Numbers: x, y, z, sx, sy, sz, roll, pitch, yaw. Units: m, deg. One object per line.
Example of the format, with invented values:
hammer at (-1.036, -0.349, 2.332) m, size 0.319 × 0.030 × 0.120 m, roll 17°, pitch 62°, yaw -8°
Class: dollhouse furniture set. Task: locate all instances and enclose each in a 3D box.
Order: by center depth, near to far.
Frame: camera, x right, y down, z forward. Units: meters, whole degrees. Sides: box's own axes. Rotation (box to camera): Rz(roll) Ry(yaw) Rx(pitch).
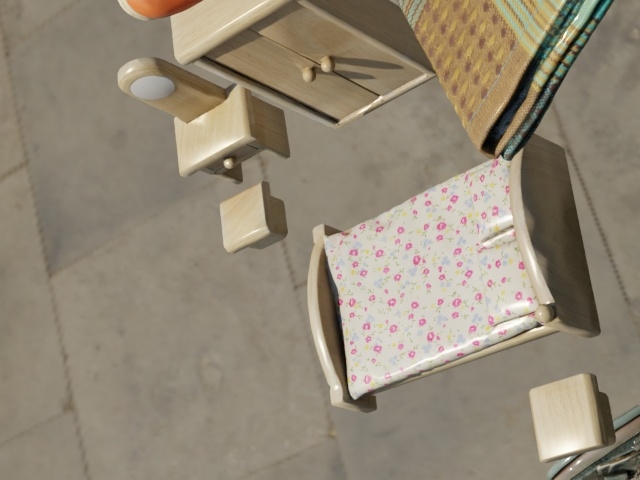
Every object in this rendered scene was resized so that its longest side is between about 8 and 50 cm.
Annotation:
dollhouse furniture set at (0.000, 0.000, 0.907) m, size 0.303 × 0.174 × 0.355 m, roll -25°, pitch 60°, yaw 34°

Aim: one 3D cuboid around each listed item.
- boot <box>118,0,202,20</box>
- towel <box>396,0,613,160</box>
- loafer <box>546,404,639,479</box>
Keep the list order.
boot at (-0.047, -0.173, 0.734) m, size 0.158 × 0.059 × 0.084 m, roll -38°, pitch 29°, yaw 5°
towel at (0.145, -0.258, 0.699) m, size 0.370 × 0.040 × 0.271 m, roll -61°, pitch 28°, yaw 30°
loafer at (0.383, 0.219, 1.486) m, size 0.267 × 0.096 × 0.084 m, roll -35°, pitch 68°, yaw 4°
